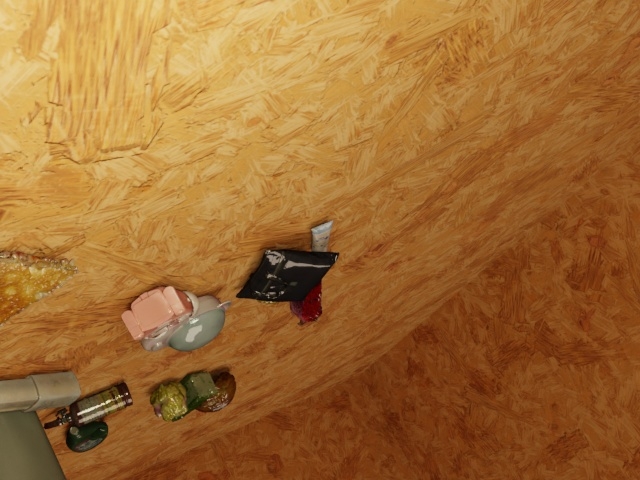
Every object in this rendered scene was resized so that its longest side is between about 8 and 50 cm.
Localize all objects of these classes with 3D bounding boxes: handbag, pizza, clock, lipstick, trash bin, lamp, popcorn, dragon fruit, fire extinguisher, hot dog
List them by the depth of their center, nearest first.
[{"bbox_3d":[-0.525,0.069,1.152,0.193,0.053,0.201,-11,142,-40],"label":"pizza"},{"bbox_3d":[-0.378,0.168,1.575,0.166,0.093,0.162,-31,170,-2],"label":"clock"},{"bbox_3d":[-0.749,0.603,1.583,0.280,0.432,0.280,-27,161,-11],"label":"trash bin"},{"bbox_3d":[-0.705,0.370,1.603,0.079,0.077,0.253,-37,160,18],"label":"lipstick"},{"bbox_3d":[-0.348,0.232,1.732,0.246,0.108,0.179,-18,153,-30],"label":"lamp"},{"bbox_3d":[-0.092,0.095,1.759,0.211,0.089,0.254,2,148,-25],"label":"handbag"},{"bbox_3d":[-0.691,0.510,1.972,0.252,0.075,0.106,-21,159,-27],"label":"fire extinguisher"},{"bbox_3d":[-0.056,0.177,2.038,0.102,0.096,0.147,-11,110,-52],"label":"dragon fruit"},{"bbox_3d":[-0.513,0.547,2.252,0.126,0.126,0.145,-5,131,-30],"label":"popcorn"},{"bbox_3d":[-0.403,0.582,2.501,0.196,0.122,0.272,-26,174,-12],"label":"hot dog"}]

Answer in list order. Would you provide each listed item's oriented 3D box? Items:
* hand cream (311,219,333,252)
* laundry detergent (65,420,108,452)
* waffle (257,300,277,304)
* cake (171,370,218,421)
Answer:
[{"bbox_3d":[0.000,0.000,1.752,0.065,0.043,0.171,-24,158,-16],"label":"hand cream"},{"bbox_3d":[-0.777,0.638,2.191,0.137,0.063,0.211,-26,158,-16],"label":"laundry detergent"},{"bbox_3d":[-0.093,0.130,1.930,0.194,0.051,0.149,-39,157,23],"label":"waffle"},{"bbox_3d":[-0.468,0.559,2.371,0.099,0.100,0.235,-7,150,-47],"label":"cake"}]
